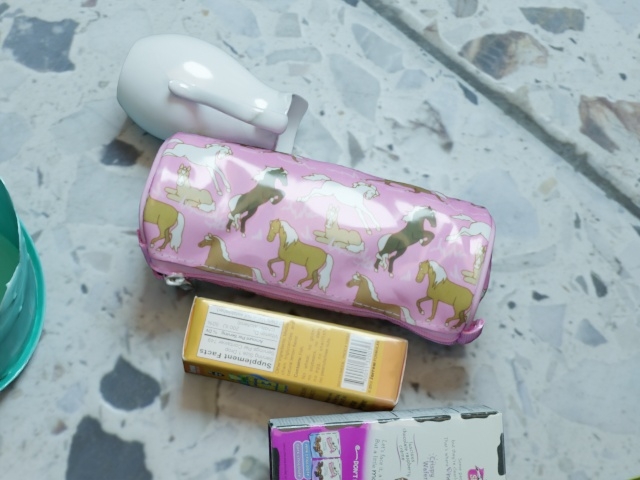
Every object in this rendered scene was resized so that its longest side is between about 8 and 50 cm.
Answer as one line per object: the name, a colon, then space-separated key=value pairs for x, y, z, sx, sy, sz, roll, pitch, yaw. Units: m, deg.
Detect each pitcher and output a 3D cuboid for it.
pitcher: x=-0.127 y=-0.162 z=1.047 sx=0.207 sy=0.178 sz=0.126 roll=20 pitch=92 yaw=1

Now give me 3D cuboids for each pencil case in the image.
pencil case: x=0.000 y=0.000 z=1.001 sx=0.386 sy=0.160 sz=0.167 roll=12 pitch=106 yaw=-1

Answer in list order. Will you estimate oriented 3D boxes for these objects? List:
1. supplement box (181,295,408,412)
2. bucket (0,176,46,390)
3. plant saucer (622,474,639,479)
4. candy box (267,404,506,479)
supplement box: x=-0.029 y=0.125 z=0.987 sx=0.233 sy=0.078 sz=0.080 roll=14 pitch=69 yaw=1
bucket: x=-0.420 y=0.045 z=0.926 sx=0.281 sy=0.183 sz=0.281 roll=2 pitch=68 yaw=-4
plant saucer: x=0.364 y=0.364 z=0.946 sx=0.240 sy=0.037 sz=0.241 roll=2 pitch=67 yaw=-4
candy box: x=0.067 y=0.254 z=0.922 sx=0.233 sy=0.071 sz=0.159 roll=-2 pitch=87 yaw=-6
